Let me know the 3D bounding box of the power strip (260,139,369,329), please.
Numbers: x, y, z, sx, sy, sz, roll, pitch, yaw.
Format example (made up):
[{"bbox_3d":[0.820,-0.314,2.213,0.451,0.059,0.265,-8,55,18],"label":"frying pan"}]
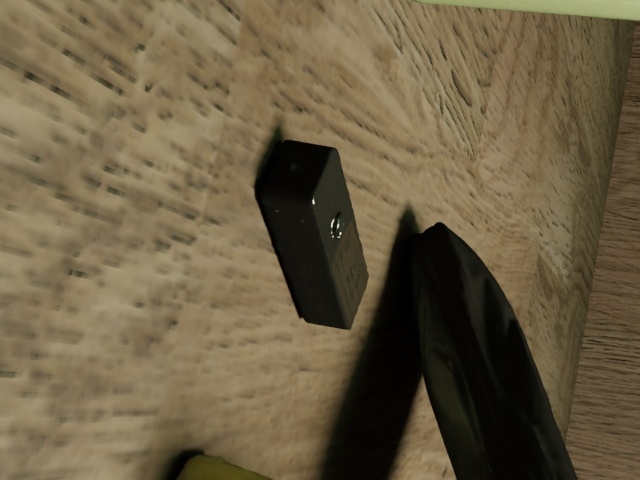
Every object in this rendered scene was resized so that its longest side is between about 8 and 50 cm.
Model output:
[{"bbox_3d":[0.000,0.000,0.484,0.111,0.029,0.038,73,33,-52],"label":"power strip"}]

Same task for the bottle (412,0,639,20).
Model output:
[{"bbox_3d":[0.113,-0.143,0.478,0.072,0.201,0.072,10,90,-71],"label":"bottle"}]

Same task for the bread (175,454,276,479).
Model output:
[{"bbox_3d":[0.005,0.192,0.486,0.266,0.178,0.142,66,6,-61],"label":"bread"}]

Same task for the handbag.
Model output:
[{"bbox_3d":[0.125,0.144,0.664,0.191,0.075,0.332,62,8,-53],"label":"handbag"}]
